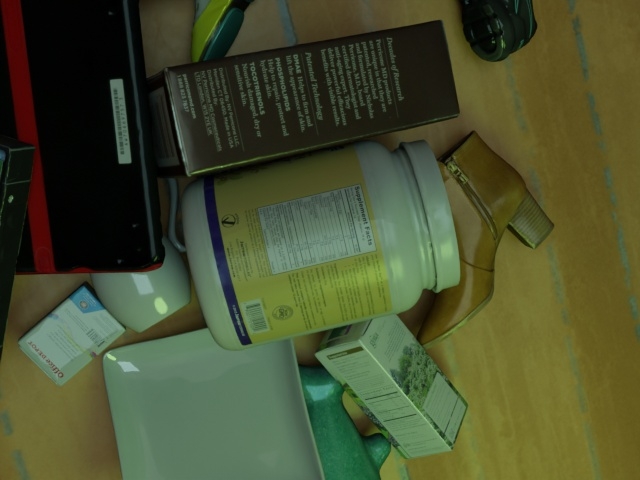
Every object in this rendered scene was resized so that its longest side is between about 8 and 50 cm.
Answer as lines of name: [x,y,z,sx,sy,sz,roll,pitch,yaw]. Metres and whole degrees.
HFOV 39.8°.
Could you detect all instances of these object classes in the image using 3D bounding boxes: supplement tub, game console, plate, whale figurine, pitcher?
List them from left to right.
game console: [-0.373,-0.144,1.142,0.342,0.060,0.386,-3,99,14]
pitcher: [-0.247,0.006,1.230,0.178,0.125,0.207,-31,91,-18]
plate: [-0.152,0.262,1.257,0.277,0.045,0.278,-14,74,-1]
supplement tub: [0.000,0.000,1.188,0.331,0.241,0.241,-13,100,-1]
whale figurine: [0.005,0.316,1.301,0.216,0.141,0.272,-2,94,-11]

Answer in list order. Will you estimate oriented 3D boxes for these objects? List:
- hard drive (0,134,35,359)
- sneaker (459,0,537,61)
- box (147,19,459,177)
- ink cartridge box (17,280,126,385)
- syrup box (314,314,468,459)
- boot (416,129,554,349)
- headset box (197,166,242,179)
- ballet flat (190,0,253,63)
hard drive: [-0.505,0.011,1.136,0.237,0.064,0.339,16,104,12]
sneaker: [0.240,-0.398,1.295,0.106,0.101,0.267,-25,102,-28]
box: [-0.031,-0.186,1.171,0.381,0.191,0.143,-13,98,-21]
ink cartridge box: [-0.351,0.132,1.251,0.122,0.052,0.088,-41,102,-5]
syrup box: [0.107,0.206,1.303,0.237,0.096,0.093,50,43,-18]
boot: [0.187,-0.003,1.329,0.211,0.104,0.295,44,86,-6]
headset box: [-0.151,-0.107,1.271,0.062,0.032,0.083,-33,103,-5]
ballet flat: [-0.129,-0.340,1.229,0.077,0.077,0.231,36,97,9]
